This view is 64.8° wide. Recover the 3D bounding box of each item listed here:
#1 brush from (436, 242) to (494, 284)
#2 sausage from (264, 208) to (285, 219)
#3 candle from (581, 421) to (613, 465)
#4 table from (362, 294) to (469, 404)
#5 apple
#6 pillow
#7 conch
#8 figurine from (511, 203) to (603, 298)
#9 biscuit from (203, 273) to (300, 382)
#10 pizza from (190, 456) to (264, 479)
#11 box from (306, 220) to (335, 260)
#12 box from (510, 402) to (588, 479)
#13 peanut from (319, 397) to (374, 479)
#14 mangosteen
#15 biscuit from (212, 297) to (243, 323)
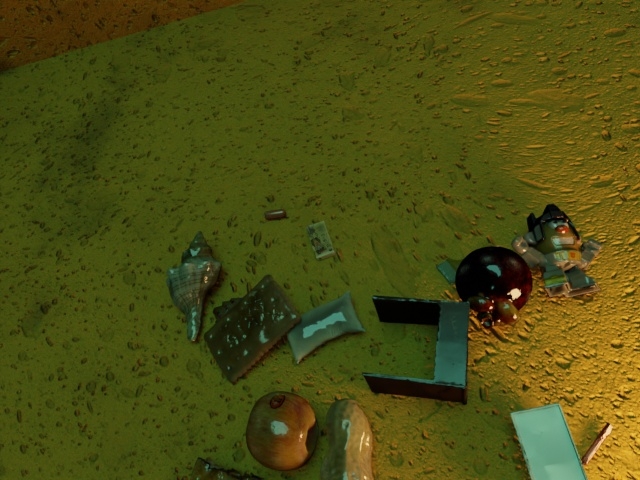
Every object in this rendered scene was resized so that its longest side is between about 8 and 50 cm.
[{"bbox_3d":[0.493,0.065,1.678,0.205,0.011,0.083,-30,57,-6],"label":"brush"},{"bbox_3d":[-0.172,-0.100,1.912,0.083,0.034,0.034,-7,59,8],"label":"sausage"},{"bbox_3d":[0.720,0.554,1.331,0.167,0.026,0.021,-47,38,-12],"label":"candle"},{"bbox_3d":[0.287,0.318,1.474,0.281,0.196,0.251,1,61,16],"label":"table"},{"bbox_3d":[-0.107,0.536,1.424,0.187,0.211,0.211,5,61,18],"label":"apple"},{"bbox_3d":[0.011,0.278,1.622,0.253,0.078,0.144,-26,61,0],"label":"pillow"},{"bbox_3d":[-0.459,0.145,1.763,0.203,0.169,0.386,-12,52,36],"label":"conch"},{"bbox_3d":[0.731,0.034,1.561,0.308,0.143,0.309,17,53,-23],"label":"figurine"},{"bbox_3d":[-0.230,0.283,1.649,0.325,0.044,0.217,-43,58,6],"label":"biscuit"},{"bbox_3d":[-0.228,0.760,1.374,0.277,0.114,0.409,-39,60,-9],"label":"pizza"},{"bbox_3d":[0.000,0.000,1.822,0.073,0.020,0.149,-20,58,0],"label":"box"},{"bbox_3d":[0.596,0.555,1.309,0.129,0.086,0.225,-18,57,15],"label":"box"},{"bbox_3d":[0.077,0.595,1.386,0.149,0.149,0.313,-2,60,12],"label":"peanut"},{"bbox_3d":[0.508,0.146,1.495,0.228,0.228,0.266,10,55,18],"label":"mangosteen"},{"bbox_3d":[-0.312,0.245,1.750,0.119,0.019,0.130,35,72,27],"label":"biscuit"}]
